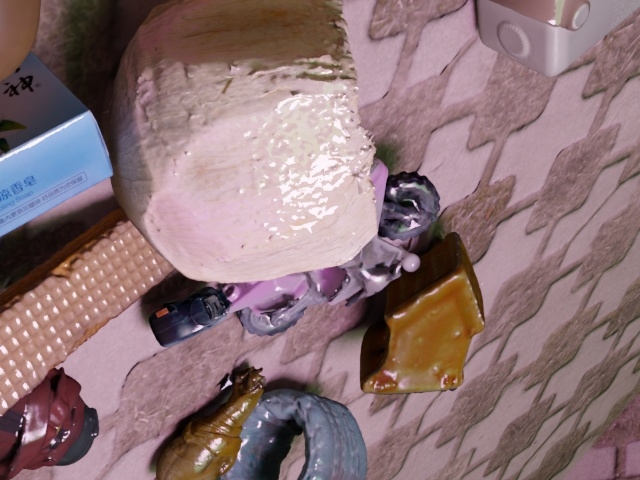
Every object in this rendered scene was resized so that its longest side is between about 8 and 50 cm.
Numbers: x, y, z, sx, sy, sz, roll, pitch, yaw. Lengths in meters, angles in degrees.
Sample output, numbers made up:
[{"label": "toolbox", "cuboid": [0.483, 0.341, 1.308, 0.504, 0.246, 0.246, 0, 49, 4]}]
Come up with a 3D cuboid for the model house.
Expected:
[{"label": "model house", "cuboid": [0.171, 0.093, 1.454, 0.173, 0.268, 0.239, 12, 117, -2]}]

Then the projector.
[{"label": "projector", "cuboid": [0.308, -0.346, 1.197, 0.242, 0.163, 0.177, -39, 142, -20]}]

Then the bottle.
[{"label": "bottle", "cuboid": [-0.359, 0.193, 1.023, 0.156, 0.143, 0.271, -26, 146, 13]}]

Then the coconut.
[{"label": "coconut", "cuboid": [-0.083, -0.104, 0.921, 0.254, 0.297, 0.297, -10, 135, -3]}]

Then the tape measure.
[{"label": "tape measure", "cuboid": [-0.187, 0.046, 1.154, 0.107, 0.104, 0.180, -24, 107, 5]}]

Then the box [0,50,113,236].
[{"label": "box", "cuboid": [-0.324, -0.067, 0.822, 0.232, 0.142, 0.083, -33, 140, -19]}]

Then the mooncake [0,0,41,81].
[{"label": "mooncake", "cuboid": [-0.420, -0.169, 0.541, 0.467, 0.262, 0.467, -27, 140, -25]}]

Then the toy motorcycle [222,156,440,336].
[{"label": "toy motorcycle", "cuboid": [0.000, 0.000, 1.227, 0.327, 0.143, 0.188, -37, 136, 9]}]

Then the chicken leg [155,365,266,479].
[{"label": "chicken leg", "cuboid": [-0.151, 0.283, 1.368, 0.228, 0.088, 0.103, -51, 134, -6]}]

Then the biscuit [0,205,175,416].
[{"label": "biscuit", "cuboid": [-0.279, 0.075, 0.946, 0.379, 0.054, 0.094, -45, 121, -44]}]

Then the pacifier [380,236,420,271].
[{"label": "pacifier", "cuboid": [0.121, 0.025, 1.405, 0.099, 0.078, 0.081, -18, 131, -35]}]

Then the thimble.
[{"label": "thimble", "cuboid": [-0.046, 0.349, 1.423, 0.143, 0.198, 0.235, 29, 80, -52]}]
